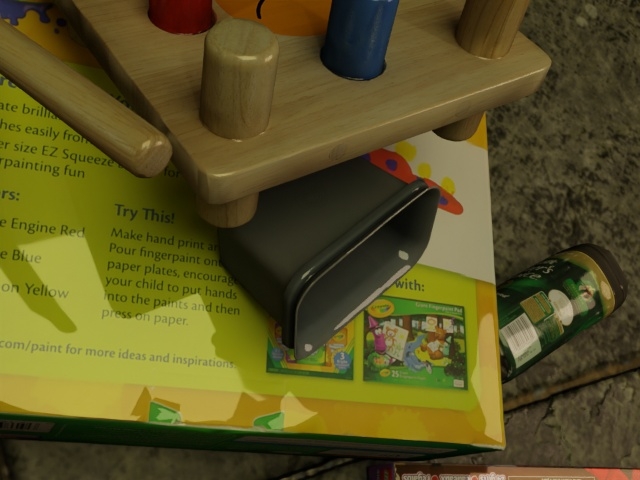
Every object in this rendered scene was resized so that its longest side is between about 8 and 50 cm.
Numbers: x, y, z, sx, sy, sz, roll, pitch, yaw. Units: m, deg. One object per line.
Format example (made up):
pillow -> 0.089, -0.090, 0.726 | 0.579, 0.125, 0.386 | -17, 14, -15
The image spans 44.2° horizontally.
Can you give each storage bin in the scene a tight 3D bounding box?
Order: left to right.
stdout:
storage bin -> 0.000, 0.000, 0.527 | 0.091, 0.098, 0.135 | 39, 59, 25

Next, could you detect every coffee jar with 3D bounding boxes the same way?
coffee jar -> 0.209, 0.069, 0.766 | 0.184, 0.096, 0.079 | -24, 84, -29

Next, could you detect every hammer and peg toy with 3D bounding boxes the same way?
hammer and peg toy -> -0.063, -0.125, 0.476 | 0.361, 0.127, 0.266 | -23, 58, -29

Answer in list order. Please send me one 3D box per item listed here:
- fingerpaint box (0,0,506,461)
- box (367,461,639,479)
fingerpaint box -> -0.091, -0.025, 0.636 | 0.445, 0.163, 0.371 | 8, 69, -21
box -> 0.186, 0.302, 0.691 | 0.293, 0.057, 0.201 | 7, 69, -21
